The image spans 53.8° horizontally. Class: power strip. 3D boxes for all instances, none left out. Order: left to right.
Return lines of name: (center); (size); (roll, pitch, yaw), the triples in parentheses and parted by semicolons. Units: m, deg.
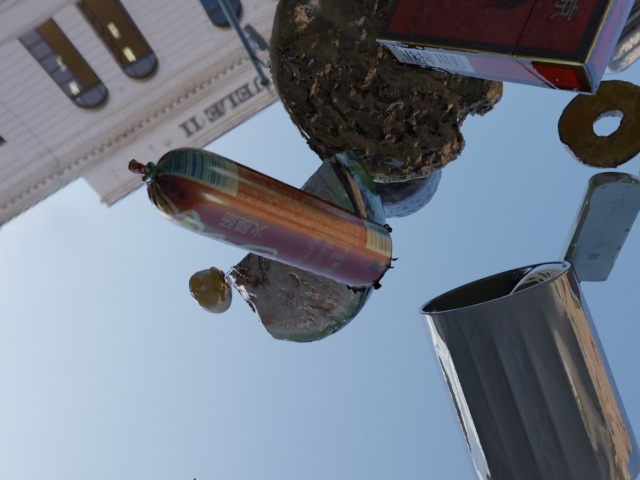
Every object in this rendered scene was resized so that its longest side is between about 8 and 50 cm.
power strip: (0.416, -0.010, 0.949); (0.079, 0.227, 0.029); (5, -139, 2)

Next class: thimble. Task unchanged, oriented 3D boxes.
thimble: (0.113, -0.157, 1.180); (0.236, 0.172, 0.205); (38, -90, 15)

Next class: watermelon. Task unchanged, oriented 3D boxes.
watermelon: (0.000, 0.000, 0.854); (0.305, 0.180, 0.224); (-50, -141, 44)

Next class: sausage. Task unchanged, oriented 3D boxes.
sausage: (-0.048, -0.022, 0.566); (0.083, 0.263, 0.083); (-27, -127, 43)

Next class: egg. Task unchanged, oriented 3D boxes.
egg: (-0.188, 0.089, 1.094); (0.071, 0.071, 0.083); (-22, -90, 6)

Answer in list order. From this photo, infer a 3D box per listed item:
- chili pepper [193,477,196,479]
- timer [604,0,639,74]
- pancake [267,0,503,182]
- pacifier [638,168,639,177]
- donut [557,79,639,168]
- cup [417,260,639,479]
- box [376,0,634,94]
chili pepper: (-0.147, 0.460, 0.955); (0.060, 0.224, 0.098); (-18, -161, 38)
timer: (0.497, -0.376, 1.004); (0.253, 0.078, 0.178); (-41, -152, 1)
pancake: (0.103, -0.269, 0.966); (0.381, 0.071, 0.383); (0, -92, -11)
pacifier: (0.679, -0.075, 1.082); (0.272, 0.220, 0.332); (-8, -129, 8)
donut: (0.545, -0.215, 1.201); (0.178, 0.065, 0.162); (-33, -110, 8)
cup: (0.306, 0.217, 0.966); (0.236, 0.323, 0.327); (-20, -89, 5)
box: (0.195, -0.251, 0.669); (0.239, 0.074, 0.153); (21, -99, 36)
